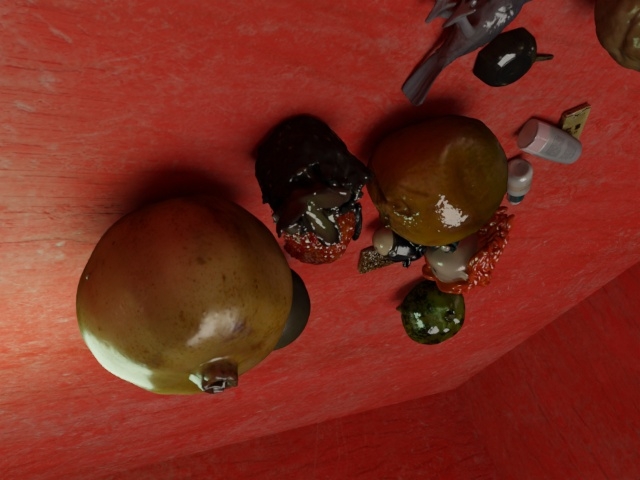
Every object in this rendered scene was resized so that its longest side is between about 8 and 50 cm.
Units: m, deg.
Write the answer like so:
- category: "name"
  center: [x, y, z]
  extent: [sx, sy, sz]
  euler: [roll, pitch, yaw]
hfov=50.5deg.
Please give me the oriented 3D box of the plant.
- category: "plant"
  center: [-0.014, -0.106, 1.266]
  extent: [0.178, 0.234, 0.204]
  euler: [-44, 143, 23]

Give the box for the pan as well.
- category: "pan"
  center: [0.407, -0.365, 1.351]
  extent: [0.202, 0.048, 0.128]
  euler: [-20, 153, -12]

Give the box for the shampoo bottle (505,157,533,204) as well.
- category: "shampoo bottle"
  center: [0.531, -0.150, 1.832]
  extent: [0.074, 0.074, 0.192]
  euler: [-26, 154, 1]

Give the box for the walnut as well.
- category: "walnut"
  center: [0.643, -0.429, 1.204]
  extent: [0.297, 0.285, 0.285]
  euler: [-10, 159, 19]

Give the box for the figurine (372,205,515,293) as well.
- category: "figurine"
  center: [0.326, -0.006, 1.782]
  extent: [0.412, 0.241, 0.306]
  euler: [14, 126, -39]

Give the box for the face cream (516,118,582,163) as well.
- category: "face cream"
  center: [0.570, -0.241, 1.686]
  extent: [0.198, 0.057, 0.084]
  euler: [12, 113, -37]

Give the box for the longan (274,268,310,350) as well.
- category: "longan"
  center: [-0.140, 0.162, 1.660]
  extent: [0.248, 0.248, 0.248]
  euler: [-20, 154, -11]

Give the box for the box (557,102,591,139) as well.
- category: "box"
  center: [0.637, -0.290, 1.729]
  extent: [0.073, 0.020, 0.149]
  euler: [-22, 154, -5]

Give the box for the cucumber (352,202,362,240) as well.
- category: "cucumber"
  center: [0.088, -0.044, 1.684]
  extent: [0.033, 0.034, 0.135]
  euler: [-16, 153, -7]

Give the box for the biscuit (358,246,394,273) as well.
- category: "biscuit"
  center: [0.222, 0.029, 1.948]
  extent: [0.237, 0.026, 0.131]
  euler: [-18, 155, -13]

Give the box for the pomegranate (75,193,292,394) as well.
- category: "pomegranate"
  center: [-0.250, 0.114, 1.288]
  extent: [0.417, 0.416, 0.416]
  euler: [-20, 154, -11]

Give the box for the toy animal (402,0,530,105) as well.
- category: "toy animal"
  center: [0.257, -0.370, 1.162]
  extent: [0.367, 0.081, 0.206]
  euler: [-39, 162, 25]

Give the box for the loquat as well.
- category: "loquat"
  center: [0.241, -0.130, 1.427]
  extent: [0.284, 0.276, 0.276]
  euler: [-46, 158, -15]

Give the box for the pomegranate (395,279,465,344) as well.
- category: "pomegranate"
  center: [0.370, 0.258, 2.303]
  extent: [0.222, 0.204, 0.276]
  euler: [-15, 153, -24]

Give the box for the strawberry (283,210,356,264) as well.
- category: "strawberry"
  center: [0.007, -0.002, 1.607]
  extent: [0.175, 0.106, 0.236]
  euler: [-21, 154, -8]
